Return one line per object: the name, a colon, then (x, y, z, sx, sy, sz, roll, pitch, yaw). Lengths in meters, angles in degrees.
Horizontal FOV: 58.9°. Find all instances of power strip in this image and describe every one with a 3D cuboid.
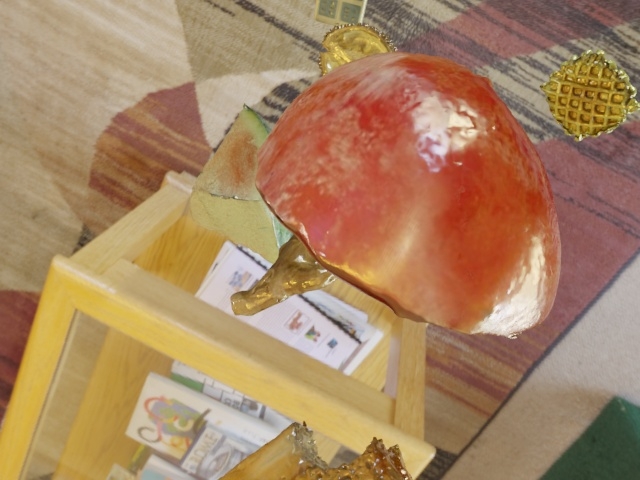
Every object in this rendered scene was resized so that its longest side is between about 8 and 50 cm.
power strip: (0.067, -0.597, 1.125, 0.106, 0.043, 0.367, 15, 134, 2)

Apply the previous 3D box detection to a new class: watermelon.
watermelon: (-0.181, -0.111, 1.287, 0.258, 0.387, 0.228, -18, 154, 7)

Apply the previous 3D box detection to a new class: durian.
durian: (0.091, -0.349, 1.099, 0.188, 0.091, 0.148, 37, 131, 2)

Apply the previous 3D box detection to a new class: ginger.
ginger: (0.001, -0.001, 0.904, 0.166, 0.333, 0.080, 5, 133, 51)

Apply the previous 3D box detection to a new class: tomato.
tomato: (0.097, -0.070, 0.506, 0.309, 0.309, 0.170, 21, 116, 1)

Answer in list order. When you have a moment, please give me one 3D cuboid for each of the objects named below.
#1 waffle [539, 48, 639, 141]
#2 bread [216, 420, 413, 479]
waffle: (0.668, -0.361, 1.419, 0.214, 0.054, 0.208, 61, 149, 5)
bread: (-0.069, 0.342, 0.664, 0.380, 0.185, 0.109, -35, 131, 3)
